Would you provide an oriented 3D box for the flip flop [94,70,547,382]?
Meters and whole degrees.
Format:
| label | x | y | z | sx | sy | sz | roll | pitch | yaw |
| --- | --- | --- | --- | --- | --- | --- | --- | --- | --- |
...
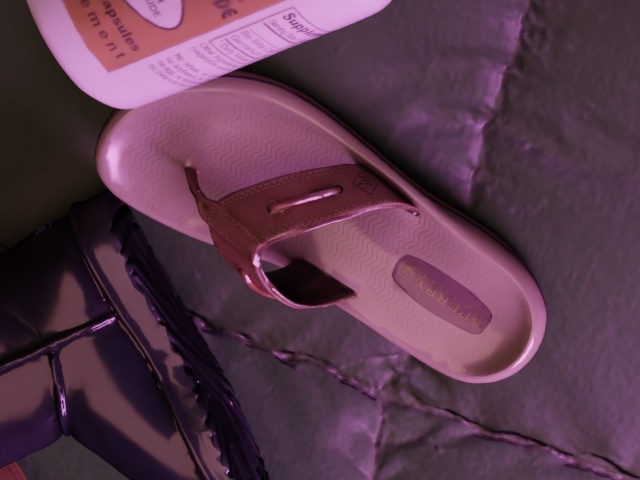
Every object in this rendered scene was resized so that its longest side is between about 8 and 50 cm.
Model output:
| label | x | y | z | sx | sy | sz | roll | pitch | yaw |
| --- | --- | --- | --- | --- | --- | --- | --- | --- | --- |
| flip flop | 0.000 | 0.000 | 0.914 | 0.277 | 0.080 | 0.112 | 33 | 118 | -2 |

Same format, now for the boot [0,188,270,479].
| label | x | y | z | sx | sy | sz | roll | pitch | yaw |
| --- | --- | --- | --- | --- | --- | --- | --- | --- | --- |
| boot | -0.163 | 0.114 | 0.980 | 0.207 | 0.094 | 0.246 | -26 | 99 | 9 |

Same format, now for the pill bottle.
| label | x | y | z | sx | sy | sz | roll | pitch | yaw |
| --- | --- | --- | --- | --- | --- | --- | --- | --- | --- |
| pill bottle | -0.027 | -0.162 | 0.816 | 0.229 | 0.131 | 0.131 | -19 | 108 | 22 |

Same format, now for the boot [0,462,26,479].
| label | x | y | z | sx | sy | sz | roll | pitch | yaw |
| --- | --- | --- | --- | --- | --- | --- | --- | --- | --- |
| boot | -0.293 | 0.173 | 1.082 | 0.197 | 0.073 | 0.152 | 34 | 120 | 6 |
